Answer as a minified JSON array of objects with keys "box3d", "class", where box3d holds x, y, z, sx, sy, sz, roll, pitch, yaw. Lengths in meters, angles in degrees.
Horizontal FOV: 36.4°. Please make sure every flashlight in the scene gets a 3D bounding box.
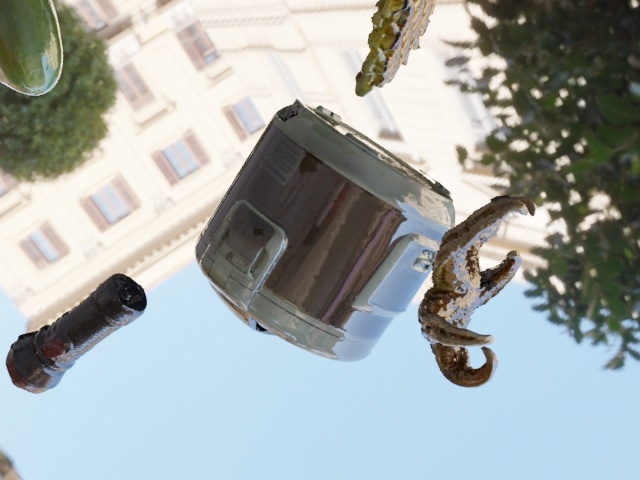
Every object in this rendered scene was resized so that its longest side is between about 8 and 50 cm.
[{"box3d":[-0.345,0.131,1.378,0.232,0.093,0.093,-34,-157,25],"class":"flashlight"}]

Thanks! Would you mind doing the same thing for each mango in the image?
[{"box3d":[-0.320,-0.219,1.004,0.092,0.130,0.194,-13,-129,-29],"class":"mango"}]

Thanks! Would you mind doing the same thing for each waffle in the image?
[{"box3d":[0.127,-0.342,1.524,0.059,0.243,0.238,26,-142,10],"class":"waffle"}]

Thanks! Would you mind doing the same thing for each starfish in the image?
[{"box3d":[0.136,0.026,0.827,0.074,0.146,0.189,11,-120,21],"class":"starfish"}]

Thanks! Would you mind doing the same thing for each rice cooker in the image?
[{"box3d":[0.000,0.000,1.424,0.325,0.335,0.335,-57,-156,10],"class":"rice cooker"}]
